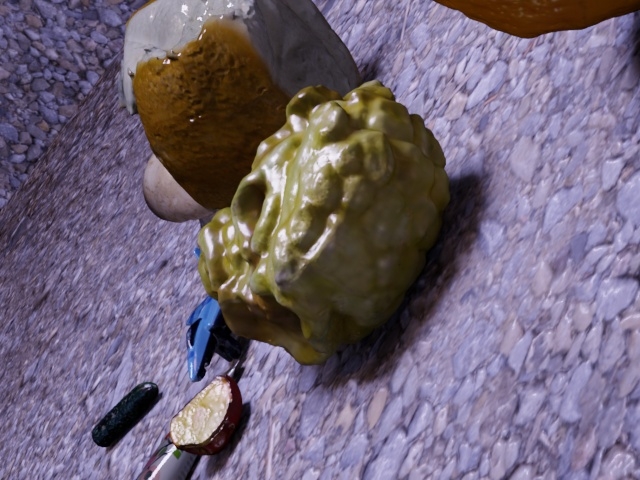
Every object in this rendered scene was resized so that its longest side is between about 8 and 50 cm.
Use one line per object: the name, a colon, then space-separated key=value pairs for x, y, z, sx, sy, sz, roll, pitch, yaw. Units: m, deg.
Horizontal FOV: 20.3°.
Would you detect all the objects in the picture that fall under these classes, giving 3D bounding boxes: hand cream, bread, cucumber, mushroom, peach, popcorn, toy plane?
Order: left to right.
cucumber: x=-0.234 y=0.206 z=2.170 sx=0.133 sy=0.032 sz=0.032 roll=-45 pitch=20 yaw=38
hand cream: x=-0.153 y=0.226 z=1.889 sx=0.234 sy=0.050 sz=0.080 roll=-59 pitch=11 yaw=-29
mushroom: x=-0.147 y=-0.082 z=2.302 sx=0.166 sy=0.127 sz=0.166 roll=-28 pitch=22 yaw=12
peach: x=-0.111 y=0.180 z=1.826 sx=0.077 sy=0.050 sz=0.083 roll=-6 pitch=59 yaw=40
toy plane: x=-0.106 y=0.078 z=1.963 sx=0.169 sy=0.078 sz=0.246 roll=-47 pitch=23 yaw=32
bread: x=-0.106 y=-0.184 z=2.087 sx=0.279 sy=0.250 sz=0.225 roll=-22 pitch=31 yaw=40
popcorn: x=0.000 y=0.000 z=1.639 sx=0.286 sy=0.174 sz=0.225 roll=-49 pitch=26 yaw=29

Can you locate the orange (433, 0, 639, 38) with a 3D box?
orange: x=0.186 y=-0.337 z=1.415 sx=0.340 sy=0.340 sz=0.293 roll=-61 pitch=-11 yaw=-11
